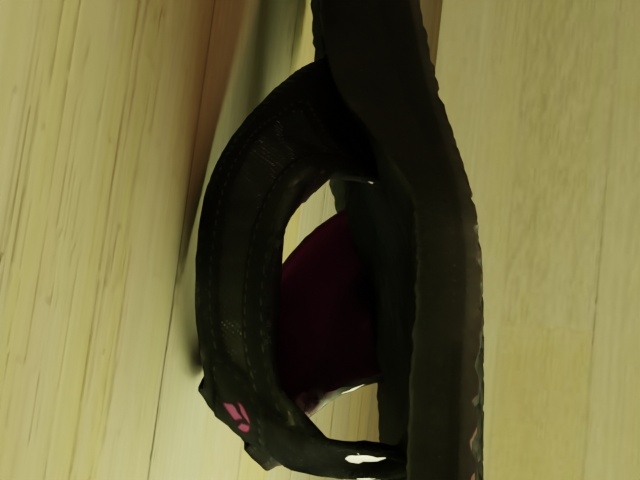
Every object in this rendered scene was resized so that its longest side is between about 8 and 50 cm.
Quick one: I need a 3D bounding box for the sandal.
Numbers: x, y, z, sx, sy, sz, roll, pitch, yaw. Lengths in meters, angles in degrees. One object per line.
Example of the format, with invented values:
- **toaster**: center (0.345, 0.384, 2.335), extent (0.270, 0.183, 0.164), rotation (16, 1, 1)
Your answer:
- **sandal**: center (0.000, 0.001, 0.748), extent (0.446, 0.107, 0.168), rotation (-97, -175, -52)
